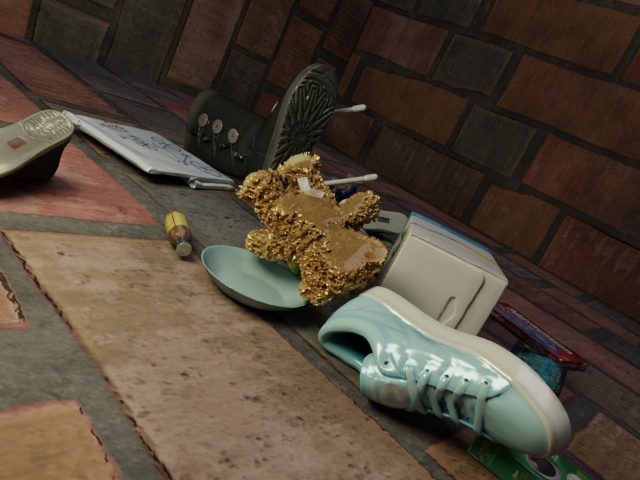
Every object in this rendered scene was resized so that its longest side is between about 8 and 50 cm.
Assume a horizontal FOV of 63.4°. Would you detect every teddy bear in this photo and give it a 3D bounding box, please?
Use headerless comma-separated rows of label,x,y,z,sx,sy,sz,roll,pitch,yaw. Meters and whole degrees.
teddy bear,-0.017,-0.028,0.925,0.338,0.113,0.245,37,58,26

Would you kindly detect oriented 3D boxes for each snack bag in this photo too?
snack bag,-0.424,-0.220,1.320,0.323,0.037,0.342,32,13,19

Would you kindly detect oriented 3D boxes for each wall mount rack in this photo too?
wall mount rack,-0.013,-0.238,1.447,0.304,0.351,0.130,-16,-12,36

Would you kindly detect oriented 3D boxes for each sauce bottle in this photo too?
sauce bottle,-0.249,-0.011,0.910,0.042,0.042,0.128,18,19,-28

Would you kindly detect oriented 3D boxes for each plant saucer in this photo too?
plant saucer,-0.111,0.071,0.864,0.194,0.038,0.195,23,15,-7

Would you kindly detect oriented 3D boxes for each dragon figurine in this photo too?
dragon figurine,0.063,-0.143,1.774,0.289,0.144,0.085,-20,46,-43

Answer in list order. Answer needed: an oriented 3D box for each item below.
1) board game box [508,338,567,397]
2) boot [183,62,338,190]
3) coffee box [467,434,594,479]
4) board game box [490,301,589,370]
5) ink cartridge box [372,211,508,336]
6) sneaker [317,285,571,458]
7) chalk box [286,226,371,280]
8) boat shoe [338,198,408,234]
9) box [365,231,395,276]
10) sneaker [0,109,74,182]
board game box,0.469,0.278,1.134,0.126,0.026,0.186,33,17,24
boot,-0.188,-0.345,1.437,0.146,0.367,0.445,20,8,-46
coffee box,0.300,0.317,0.698,0.184,0.041,0.113,35,17,28
board game box,0.561,0.247,1.387,0.145,0.027,0.281,16,18,-38
ink cartridge box,0.225,0.087,1.049,0.197,0.198,0.270,27,14,4
sneaker,0.136,0.193,0.701,0.150,0.135,0.365,-28,32,-28
chalk box,0.000,0.000,1.109,0.132,0.132,0.213,18,16,-23
boat shoe,0.133,-0.054,1.405,0.219,0.078,0.070,16,-17,-23
box,0.178,0.049,1.369,0.269,0.060,0.216,28,15,6
sneaker,-0.495,-0.116,0.822,0.083,0.118,0.222,46,46,3
